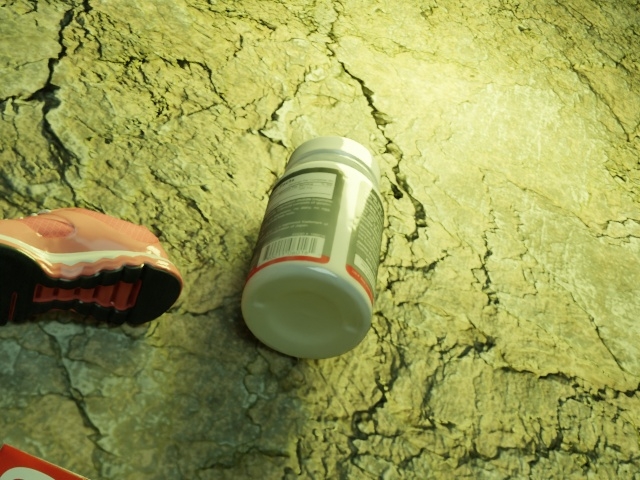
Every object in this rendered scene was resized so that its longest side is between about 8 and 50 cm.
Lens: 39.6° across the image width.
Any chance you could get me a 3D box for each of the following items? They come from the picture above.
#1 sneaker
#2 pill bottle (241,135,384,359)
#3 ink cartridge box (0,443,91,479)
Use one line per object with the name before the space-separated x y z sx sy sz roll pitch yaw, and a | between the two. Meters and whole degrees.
sneaker | -0.323 0.018 1.030 0.314 0.116 0.136 10 34 -29
pill bottle | 0.000 0.000 1.160 0.161 0.161 0.283 21 42 -8
ink cartridge box | -0.208 0.365 0.706 0.272 0.130 0.309 25 42 -7
